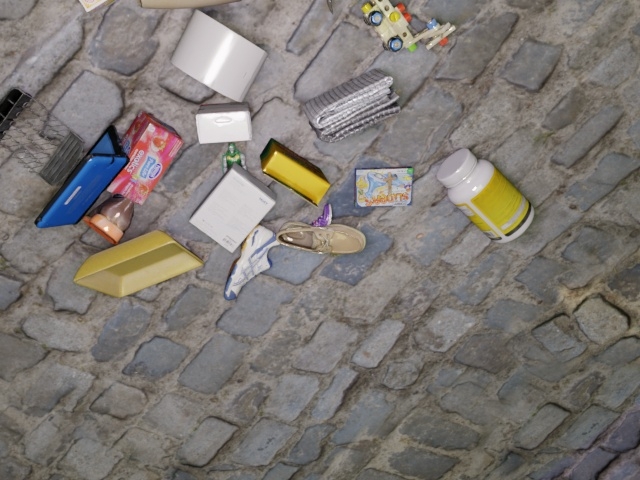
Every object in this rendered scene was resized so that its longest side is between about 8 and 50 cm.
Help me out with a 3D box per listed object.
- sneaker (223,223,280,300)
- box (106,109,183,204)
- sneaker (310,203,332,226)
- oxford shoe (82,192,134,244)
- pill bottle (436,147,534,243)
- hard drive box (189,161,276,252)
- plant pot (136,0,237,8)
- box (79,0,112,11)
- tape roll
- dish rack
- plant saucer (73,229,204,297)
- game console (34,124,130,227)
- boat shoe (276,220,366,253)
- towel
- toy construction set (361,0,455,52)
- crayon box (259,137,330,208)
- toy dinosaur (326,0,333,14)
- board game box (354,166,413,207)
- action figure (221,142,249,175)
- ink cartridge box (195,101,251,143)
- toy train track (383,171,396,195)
[{"bbox_3d":[-0.238,0.093,1.986,0.131,0.112,0.296,23,105,-15],"label":"sneaker"},{"bbox_3d":[-0.563,-0.258,1.792,0.128,0.122,0.257,27,104,-42],"label":"box"},{"bbox_3d":[-0.006,-0.052,1.992,0.071,0.068,0.169,21,106,-8],"label":"sneaker"},{"bbox_3d":[-0.638,-0.071,1.767,0.130,0.364,0.132,42,74,-24],"label":"oxford shoe"},{"bbox_3d":[0.564,-0.157,1.968,0.334,0.188,0.188,40,100,-19],"label":"pill bottle"},{"bbox_3d":[-0.284,-0.107,1.860,0.181,0.089,0.232,39,106,-17],"label":"hard drive box"},{"bbox_3d":[-0.386,-0.744,1.560,0.274,0.256,0.256,-27,111,-15],"label":"plant pot"},{"bbox_3d":[-0.612,-0.756,1.641,0.203,0.103,0.114,-30,110,3],"label":"box"},{"bbox_3d":[-0.299,-0.542,1.685,0.246,0.246,0.169,29,103,-16],"label":"tape roll"},{"bbox_3d":[-0.876,-0.308,1.753,0.271,0.074,0.208,41,101,-3],"label":"dish rack"},{"bbox_3d":[-0.586,0.070,1.860,0.333,0.332,0.081,-22,75,0],"label":"plant saucer"},{"bbox_3d":[-0.729,-0.199,1.700,0.293,0.250,0.173,-45,83,16],"label":"game console"},{"bbox_3d":[0.000,0.000,1.931,0.302,0.098,0.109,9,112,12],"label":"boat shoe"},{"bbox_3d":[0.098,-0.420,1.789,0.284,0.235,0.121,-26,114,2],"label":"towel"},{"bbox_3d":[0.255,-0.713,1.763,0.215,0.151,0.327,-41,99,7],"label":"toy construction set"},{"bbox_3d":[-0.083,-0.216,1.788,0.202,0.318,0.081,31,102,-17],"label":"crayon box"},{"bbox_3d":[0.042,-0.847,1.694,0.121,0.160,0.313,-24,125,-25],"label":"toy dinosaur"},{"bbox_3d":[0.220,-0.187,1.991,0.201,0.035,0.136,-3,109,-7],"label":"board game box"},{"bbox_3d":[-0.281,-0.209,1.904,0.137,0.063,0.232,-8,107,-2],"label":"action figure"},{"bbox_3d":[-0.294,-0.367,1.759,0.159,0.218,0.092,-5,110,-6],"label":"ink cartridge box"},{"bbox_3d":[0.237,-0.196,1.965,0.048,0.014,0.083,-10,116,-12],"label":"toy train track"}]
